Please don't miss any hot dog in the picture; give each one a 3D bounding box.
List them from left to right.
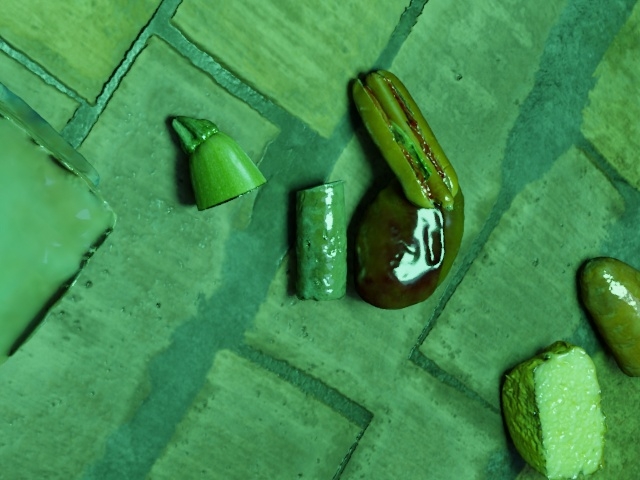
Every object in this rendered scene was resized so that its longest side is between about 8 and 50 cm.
[{"bbox_3d":[0.127,-0.141,1.745,0.092,0.062,0.236,-28,80,-27],"label":"hot dog"}]

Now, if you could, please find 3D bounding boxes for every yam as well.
[{"bbox_3d":[0.000,0.000,1.757,0.078,0.078,0.179,-10,107,-29],"label":"yam"}]

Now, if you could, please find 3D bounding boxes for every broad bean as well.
[{"bbox_3d":[0.130,-0.004,1.810,0.156,0.122,0.229,21,84,-8],"label":"broad bean"}]

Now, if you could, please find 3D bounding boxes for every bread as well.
[{"bbox_3d":[0.379,0.279,2.023,0.143,0.139,0.229,-15,103,-29],"label":"bread"}]

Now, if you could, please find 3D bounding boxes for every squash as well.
[{"bbox_3d":[-0.144,-0.116,1.643,0.105,0.105,0.132,-27,97,-23],"label":"squash"}]

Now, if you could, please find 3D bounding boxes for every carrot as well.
[{"bbox_3d":[0.524,0.112,2.083,0.159,0.159,0.225,-47,108,-13],"label":"carrot"}]

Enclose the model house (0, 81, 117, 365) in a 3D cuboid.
[{"bbox_3d":[-0.509,-0.056,1.274,0.445,0.400,0.395,40,93,-25],"label":"model house"}]
